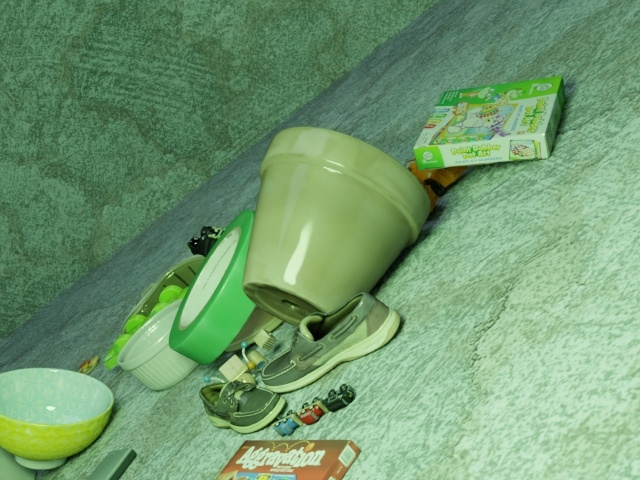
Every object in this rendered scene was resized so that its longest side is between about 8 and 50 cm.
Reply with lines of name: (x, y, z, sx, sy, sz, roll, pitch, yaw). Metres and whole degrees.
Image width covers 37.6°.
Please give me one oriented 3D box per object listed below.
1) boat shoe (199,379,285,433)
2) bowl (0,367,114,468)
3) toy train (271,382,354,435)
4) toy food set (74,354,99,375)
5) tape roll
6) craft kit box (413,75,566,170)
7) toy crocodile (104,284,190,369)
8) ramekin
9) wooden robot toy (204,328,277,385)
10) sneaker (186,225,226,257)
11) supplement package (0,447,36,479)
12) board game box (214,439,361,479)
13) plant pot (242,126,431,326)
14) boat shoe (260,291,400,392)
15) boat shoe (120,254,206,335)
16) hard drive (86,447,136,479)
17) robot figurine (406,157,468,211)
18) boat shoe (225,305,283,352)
boat shoe: (-0.144, 0.277, 1.606, 0.080, 0.073, 0.223, -49, 18, -29)
bowl: (-0.610, 0.409, 2.077, 0.289, 0.290, 0.156, -115, 34, -73)
toy train: (-0.014, 0.264, 1.443, 0.158, 0.027, 0.036, -30, 29, 27)
toy food set: (-0.650, 0.353, 2.610, 0.083, 0.020, 0.082, -16, 28, 53)
tape roll: (-0.192, 0.092, 1.890, 0.321, 0.077, 0.321, -53, 16, 22)
craft kit box: (0.326, -0.224, 1.789, 0.247, 0.061, 0.250, -2, 33, 23)
toy crocodile: (-0.408, 0.218, 2.326, 0.340, 0.105, 0.115, -39, 16, 21)
ramekin: (-0.336, 0.236, 2.075, 0.207, 0.109, 0.207, -36, 16, 12)
wooden robot toy: (-0.135, 0.249, 1.723, 0.173, 0.076, 0.079, -42, 52, -9)
sneaker: (-0.296, 0.001, 2.630, 0.235, 0.097, 0.084, -25, 22, 40)
supplement package: (-0.762, 0.549, 2.016, 0.198, 0.199, 0.262, -40, 16, -1)
board game box: (-0.071, 0.347, 1.347, 0.281, 0.027, 0.145, -17, 26, 53)
plant pot: (0.000, 0.000, 1.687, 0.323, 0.323, 0.280, -13, 46, 57)
boat shoe: (0.000, 0.164, 1.556, 0.285, 0.092, 0.103, -29, 20, 34)
boat shoe: (-0.409, 0.144, 2.473, 0.302, 0.113, 0.103, -42, 22, -5)
hard drive: (-0.421, 0.462, 1.816, 0.094, 0.022, 0.135, -22, 23, 46)
robot figurine: (0.159, -0.099, 1.920, 0.211, 0.085, 0.291, -48, 18, -29)
boat shoe: (-0.093, 0.087, 1.933, 0.341, 0.110, 0.122, -44, 17, -15)
